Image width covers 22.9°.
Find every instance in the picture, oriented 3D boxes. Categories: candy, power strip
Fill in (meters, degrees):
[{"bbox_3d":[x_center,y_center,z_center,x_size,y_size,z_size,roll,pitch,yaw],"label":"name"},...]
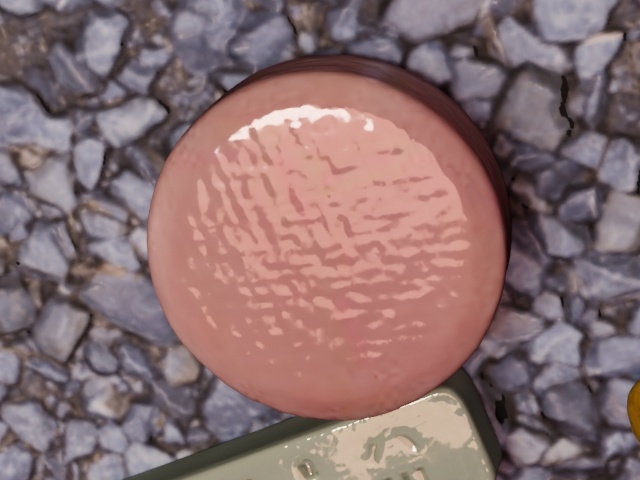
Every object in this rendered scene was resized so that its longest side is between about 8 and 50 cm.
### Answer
[{"bbox_3d":[0.000,0.000,1.064,0.255,0.094,0.255,3,107,8],"label":"candy"},{"bbox_3d":[-0.060,0.195,1.150,0.385,0.062,0.091,-21,99,14],"label":"power strip"}]

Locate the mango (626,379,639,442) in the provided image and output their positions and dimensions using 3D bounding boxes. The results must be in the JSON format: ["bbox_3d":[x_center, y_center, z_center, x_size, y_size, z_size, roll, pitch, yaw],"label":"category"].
[{"bbox_3d":[0.261,0.134,1.081,0.114,0.057,0.079,35,113,7],"label":"mango"}]
